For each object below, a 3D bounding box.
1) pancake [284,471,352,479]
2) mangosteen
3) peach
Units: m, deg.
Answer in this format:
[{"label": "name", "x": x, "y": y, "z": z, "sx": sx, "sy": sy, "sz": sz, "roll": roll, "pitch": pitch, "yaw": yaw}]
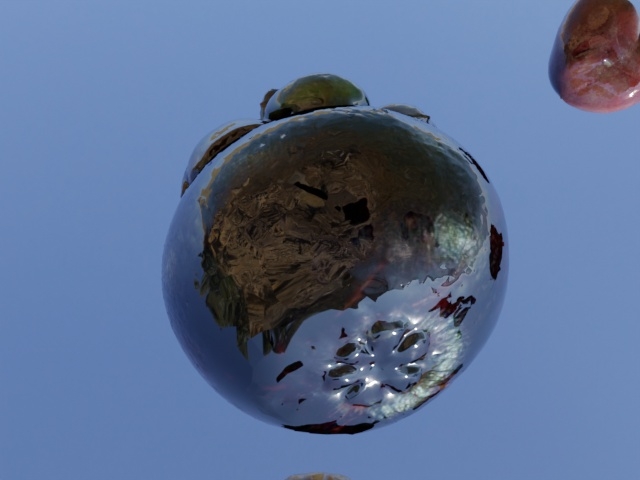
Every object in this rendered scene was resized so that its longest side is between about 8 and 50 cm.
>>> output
[{"label": "pancake", "x": 0.025, "y": 0.456, "z": 1.170, "sx": 0.082, "sy": 0.387, "sz": 0.387, "roll": -6, "pitch": -138, "yaw": -36}, {"label": "mangosteen", "x": 0.004, "y": 0.014, "z": 0.852, "sx": 0.300, "sy": 0.300, "sz": 0.300, "roll": 5, "pitch": -139, "yaw": -5}, {"label": "peach", "x": 0.357, "y": -0.230, "z": 1.266, "sx": 0.152, "sy": 0.152, "sz": 0.152, "roll": 5, "pitch": -139, "yaw": -5}]
